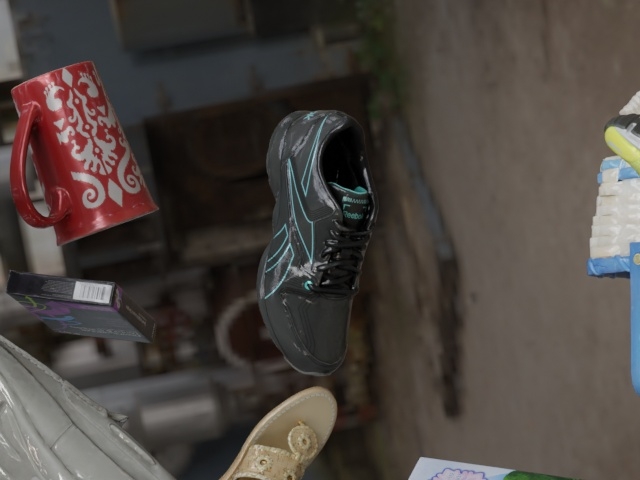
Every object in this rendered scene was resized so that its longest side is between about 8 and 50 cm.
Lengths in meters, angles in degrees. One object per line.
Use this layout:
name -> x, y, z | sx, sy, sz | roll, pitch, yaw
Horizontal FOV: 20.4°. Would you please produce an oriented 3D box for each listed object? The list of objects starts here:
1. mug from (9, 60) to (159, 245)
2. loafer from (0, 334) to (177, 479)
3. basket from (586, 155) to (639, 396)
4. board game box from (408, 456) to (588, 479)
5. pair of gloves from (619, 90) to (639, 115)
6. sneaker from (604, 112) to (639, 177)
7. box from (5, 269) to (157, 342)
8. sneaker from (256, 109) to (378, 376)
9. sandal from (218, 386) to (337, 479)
mug -> -0.251, -0.090, 1.820 | 0.150, 0.113, 0.169 | -27, -82, -77
loafer -> -0.202, 0.169, 1.387 | 0.319, 0.111, 0.112 | 46, 122, 9
basket -> 0.432, 0.038, 2.101 | 0.255, 0.201, 0.289 | -2, -89, -53
board game box -> 0.184, 0.324, 1.515 | 0.318, 0.318, 0.066 | -55, -36, -51
pair of gloves -> 0.461, -0.126, 1.841 | 0.204, 0.240, 0.042 | 55, -169, 0
sneaker -> 0.318, -0.025, 1.510 | 0.208, 0.081, 0.094 | 40, 124, 11
box -> -0.247, 0.071, 1.858 | 0.162, 0.116, 0.029 | 55, -137, -70
sneaker -> 0.000, 0.000, 1.742 | 0.106, 0.101, 0.267 | -8, 84, 54
sandal -> -0.061, 0.262, 1.873 | 0.088, 0.240, 0.079 | 51, 178, -35
